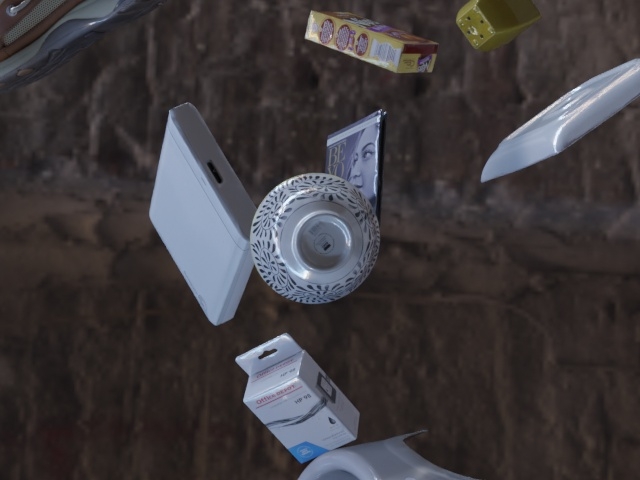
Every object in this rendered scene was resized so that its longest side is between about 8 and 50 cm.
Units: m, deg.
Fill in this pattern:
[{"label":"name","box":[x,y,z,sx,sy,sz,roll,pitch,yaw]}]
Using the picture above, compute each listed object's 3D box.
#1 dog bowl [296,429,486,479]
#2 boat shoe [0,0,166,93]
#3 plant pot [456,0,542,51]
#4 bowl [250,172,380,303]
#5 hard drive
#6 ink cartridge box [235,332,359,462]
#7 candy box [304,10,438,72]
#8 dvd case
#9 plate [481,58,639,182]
[{"label":"dog bowl","box":[0.051,0.329,1.068,0.349,0.102,0.349,-175,90,-68]},{"label":"boat shoe","box":[-0.310,-0.255,1.429,0.116,0.324,0.123,60,-175,-3]},{"label":"plant pot","box":[0.235,-0.308,1.774,0.081,0.083,0.081,55,142,1]},{"label":"bowl","box":[0.000,0.000,1.623,0.080,0.170,0.170,-159,73,-80]},{"label":"hard drive","box":[-0.182,-0.030,1.994,0.233,0.047,0.353,58,158,14]},{"label":"ink cartridge box","box":[-0.037,0.229,1.861,0.180,0.104,0.060,50,-153,-24]},{"label":"candy box","box":[0.081,-0.319,2.061,0.109,0.186,0.053,-12,-60,-54]},{"label":"dvd case","box":[0.053,-0.094,2.164,0.164,0.018,0.221,-20,60,55]},{"label":"plate","box":[0.397,-0.199,2.016,0.045,0.277,0.278,57,162,-5]}]
